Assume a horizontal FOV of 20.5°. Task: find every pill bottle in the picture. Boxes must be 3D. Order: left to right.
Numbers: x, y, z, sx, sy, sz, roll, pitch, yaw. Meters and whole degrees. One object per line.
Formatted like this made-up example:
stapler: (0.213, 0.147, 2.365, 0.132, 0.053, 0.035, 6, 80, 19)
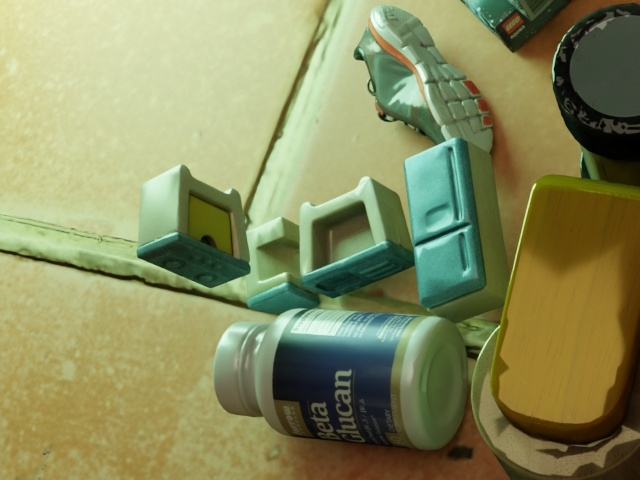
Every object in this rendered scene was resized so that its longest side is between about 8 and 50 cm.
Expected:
pill bottle: (0.012, 0.097, 1.262, 0.169, 0.094, 0.094, 2, 70, 29)

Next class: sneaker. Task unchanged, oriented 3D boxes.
sneaker: (0.076, -0.107, 1.353, 0.065, 0.061, 0.158, -52, 52, 34)

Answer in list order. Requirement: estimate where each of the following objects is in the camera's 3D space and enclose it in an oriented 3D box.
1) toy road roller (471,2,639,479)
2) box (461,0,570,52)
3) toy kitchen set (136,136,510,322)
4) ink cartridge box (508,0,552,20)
toy road roller: (0.251, 0.024, 1.112, 0.240, 0.202, 0.330, 12, 73, 20)
box: (0.182, -0.278, 1.367, 0.233, 0.044, 0.159, -42, 56, 6)
toy kitchen set: (0.000, 0.000, 1.253, 0.207, 0.166, 0.122, -24, 59, 31)
ink cartridge box: (0.121, -0.216, 1.306, 0.029, 0.063, 0.115, -44, 56, 2)
